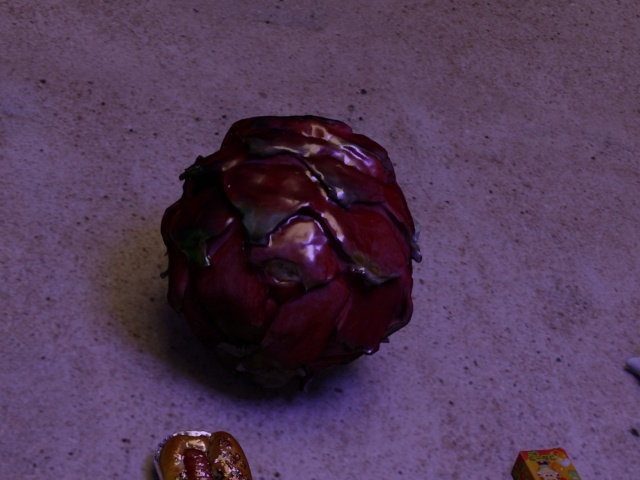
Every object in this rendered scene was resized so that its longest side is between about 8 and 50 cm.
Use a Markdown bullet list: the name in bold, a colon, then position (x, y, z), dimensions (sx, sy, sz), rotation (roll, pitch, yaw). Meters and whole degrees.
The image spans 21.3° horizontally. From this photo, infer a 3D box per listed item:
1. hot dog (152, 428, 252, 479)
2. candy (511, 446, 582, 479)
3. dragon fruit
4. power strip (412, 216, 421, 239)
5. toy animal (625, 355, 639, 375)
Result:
- **hot dog**: position (-0.117, 0.276, 1.814), dimensions (0.108, 0.059, 0.191), rotation (1, 40, -17)
- **candy**: position (0.276, 0.297, 1.981), dimensions (0.062, 0.038, 0.122), rotation (1, 39, -25)
- **dragon fruit**: position (-0.034, 0.006, 1.995), dimensions (0.329, 0.329, 0.329), rotation (13, 35, -9)
- **power strip**: position (0.000, 0.000, 2.250), dimensions (0.288, 0.053, 0.093), rotation (-12, 46, -36)
- **toy animal**: position (0.488, 0.194, 2.164), dimensions (0.131, 0.104, 0.221), rotation (6, 37, -15)
